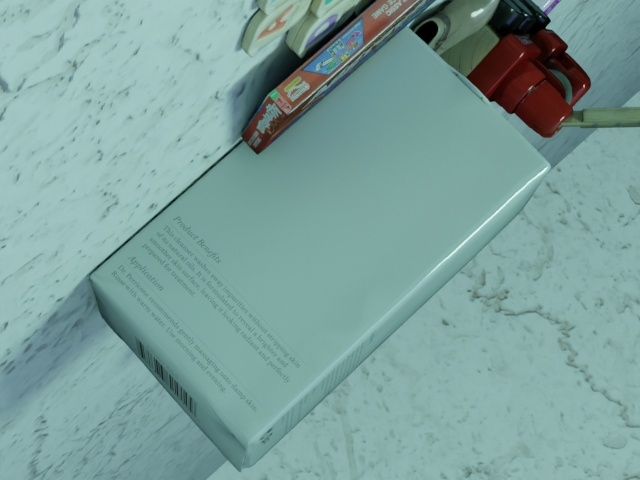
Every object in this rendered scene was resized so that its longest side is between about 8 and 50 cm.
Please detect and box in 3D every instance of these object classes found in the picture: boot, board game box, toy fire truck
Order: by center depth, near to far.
[{"bbox_3d":[0.051,-0.187,1.414,0.281,0.027,0.145,-42,179,-15],"label":"board game box"},{"bbox_3d":[0.130,-0.220,1.637,0.118,0.042,0.087,-50,167,25],"label":"boot"},{"bbox_3d":[0.261,-0.168,1.780,0.158,0.246,0.217,-47,170,17],"label":"toy fire truck"}]

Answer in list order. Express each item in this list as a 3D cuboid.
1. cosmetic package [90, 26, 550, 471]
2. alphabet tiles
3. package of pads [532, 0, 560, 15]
[{"bbox_3d":[0.000,0.000,1.508,0.385,0.217,0.156,-40,169,-15],"label":"cosmetic package"},{"bbox_3d":[0.056,-0.252,1.247,0.278,0.021,0.284,-39,170,-29],"label":"alphabet tiles"},{"bbox_3d":[0.276,-0.299,1.940,0.083,0.032,0.050,-46,168,6],"label":"package of pads"}]
